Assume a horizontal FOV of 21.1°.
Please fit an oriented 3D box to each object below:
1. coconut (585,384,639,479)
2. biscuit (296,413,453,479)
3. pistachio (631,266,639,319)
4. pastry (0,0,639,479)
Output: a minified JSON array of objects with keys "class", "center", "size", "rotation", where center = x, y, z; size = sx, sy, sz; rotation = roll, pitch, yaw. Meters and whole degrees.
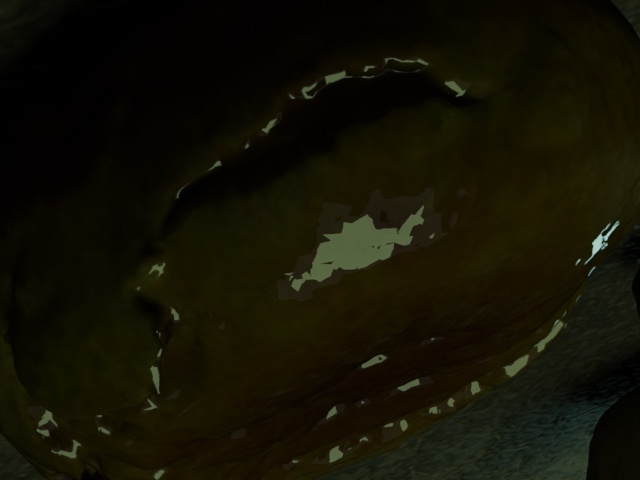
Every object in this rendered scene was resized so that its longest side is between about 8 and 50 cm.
[{"class":"coconut","center":[0.370,0.221,1.462],"size":[0.297,0.254,0.297],"rotation":[4,161,1]},{"class":"biscuit","center":[-0.003,0.141,1.275],"size":[0.237,0.013,0.232],"rotation":[-17,156,-9]},{"class":"pistachio","center":[0.287,0.026,1.172],"size":[0.149,0.113,0.113],"rotation":[-12,156,-7]},{"class":"pastry","center":[0.000,0.000,0.786],"size":[0.356,0.164,0.356],"rotation":[-19,154,-10]}]
